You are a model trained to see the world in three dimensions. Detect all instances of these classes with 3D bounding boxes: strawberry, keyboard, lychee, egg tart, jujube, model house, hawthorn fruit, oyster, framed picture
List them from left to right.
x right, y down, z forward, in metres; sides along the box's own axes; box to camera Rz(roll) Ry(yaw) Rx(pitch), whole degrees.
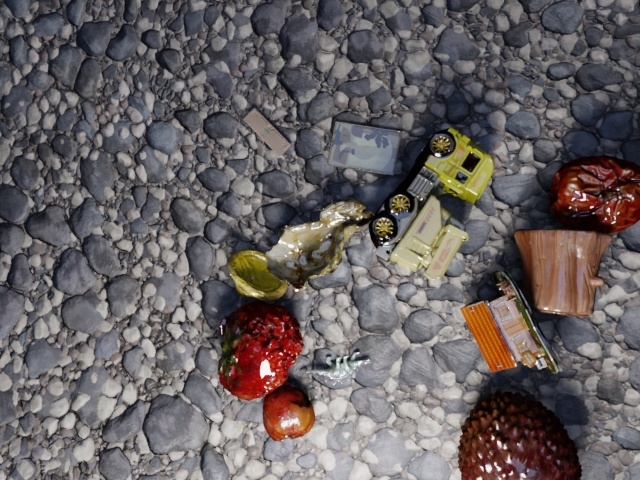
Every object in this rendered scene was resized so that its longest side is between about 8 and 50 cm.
[{"bbox_3d":[-0.185,0.105,1.606,0.191,0.191,0.074,39,127,8],"label":"egg tart"},{"bbox_3d":[-0.154,0.296,1.546,0.221,0.274,0.273,12,85,-32],"label":"strawberry"},{"bbox_3d":[-0.160,-0.330,1.702,0.055,0.017,0.166,-45,82,5],"label":"keyboard"},{"bbox_3d":[-0.093,0.468,1.564,0.148,0.148,0.171,-18,64,4],"label":"hawthorn fruit"},{"bbox_3d":[-0.005,-0.004,1.599,0.198,0.133,0.337,41,83,19],"label":"oyster"},{"bbox_3d":[0.130,-0.274,1.670,0.201,0.010,0.135,10,85,7],"label":"framed picture"},{"bbox_3d":[0.485,0.239,1.491,0.154,0.207,0.293,-27,82,6],"label":"model house"},{"bbox_3d":[0.498,0.553,1.424,0.307,0.306,0.330,7,58,6],"label":"lychee"},{"bbox_3d":[0.743,-0.119,1.503,0.233,0.213,0.212,7,86,10],"label":"jujube"}]

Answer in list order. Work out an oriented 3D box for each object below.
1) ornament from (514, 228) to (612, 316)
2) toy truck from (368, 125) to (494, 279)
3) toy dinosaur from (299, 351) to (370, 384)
[{"bbox_3d":[0.632,0.083,1.490,0.236,0.221,0.217,4,88,19],"label":"ornament"},{"bbox_3d":[0.315,-0.096,1.551,0.254,0.180,0.405,34,89,10],"label":"toy truck"},{"bbox_3d":[0.041,0.370,1.605,0.209,0.039,0.082,-9,86,6],"label":"toy dinosaur"}]
